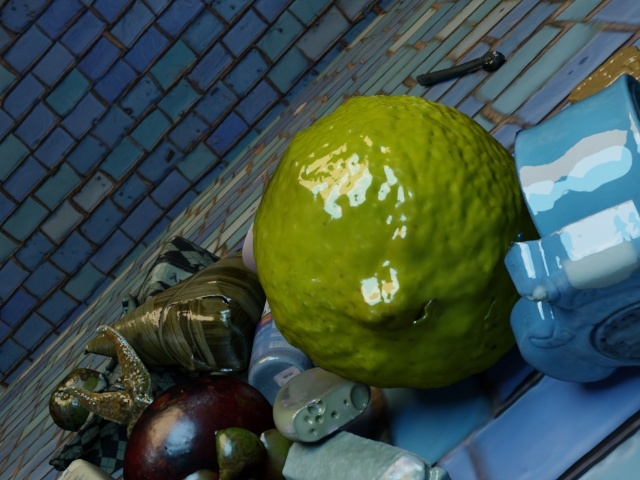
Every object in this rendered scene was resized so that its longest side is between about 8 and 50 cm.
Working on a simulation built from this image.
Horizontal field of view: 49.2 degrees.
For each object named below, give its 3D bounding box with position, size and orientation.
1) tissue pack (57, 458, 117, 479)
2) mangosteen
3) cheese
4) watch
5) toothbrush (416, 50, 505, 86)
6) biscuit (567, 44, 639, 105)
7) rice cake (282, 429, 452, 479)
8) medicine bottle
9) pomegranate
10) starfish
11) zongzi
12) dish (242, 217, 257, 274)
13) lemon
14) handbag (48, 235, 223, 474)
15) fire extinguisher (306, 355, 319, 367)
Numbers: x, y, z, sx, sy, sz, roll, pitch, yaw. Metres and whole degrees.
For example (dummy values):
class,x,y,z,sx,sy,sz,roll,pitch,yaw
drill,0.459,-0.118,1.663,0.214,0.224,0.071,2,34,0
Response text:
class,x,y,z,sx,sy,sz,roll,pitch,yaw
tissue pack,-0.246,0.344,0.829,0.092,0.148,0.196,-51,18,-25
mangosteen,-0.112,0.237,0.747,0.200,0.200,0.200,-41,18,16
cheese,-0.016,0.157,0.725,0.097,0.038,0.192,-28,7,-15
watch,0.215,-0.022,0.490,0.211,0.211,0.193,-34,39,36
toothbrush,0.259,-0.325,1.342,0.031,0.030,0.297,-59,19,-6
biscuit,0.345,-0.172,0.800,0.133,0.027,0.184,-35,20,29
rice cake,0.033,0.211,0.609,0.069,0.063,0.206,-48,16,-25
medicine bottle,-0.048,0.135,0.943,0.083,0.083,0.203,-41,16,17
pomegranate,-0.524,0.346,1.523,0.163,0.125,0.138,-12,51,63
starfish,-0.288,0.254,1.035,0.138,0.247,0.050,-36,-11,12
zongzi,-0.207,0.110,1.143,0.288,0.134,0.286,-9,20,22
dish,0.000,0.000,1.004,0.213,0.213,0.090,-47,58,-4
lemon,0.070,-0.002,0.650,0.268,0.268,0.322,-43,12,10
handbag,-0.339,0.227,1.313,0.317,0.180,0.416,-46,20,29
fire extinguisher,0.047,0.058,0.886,0.294,0.093,0.118,-59,9,-35
